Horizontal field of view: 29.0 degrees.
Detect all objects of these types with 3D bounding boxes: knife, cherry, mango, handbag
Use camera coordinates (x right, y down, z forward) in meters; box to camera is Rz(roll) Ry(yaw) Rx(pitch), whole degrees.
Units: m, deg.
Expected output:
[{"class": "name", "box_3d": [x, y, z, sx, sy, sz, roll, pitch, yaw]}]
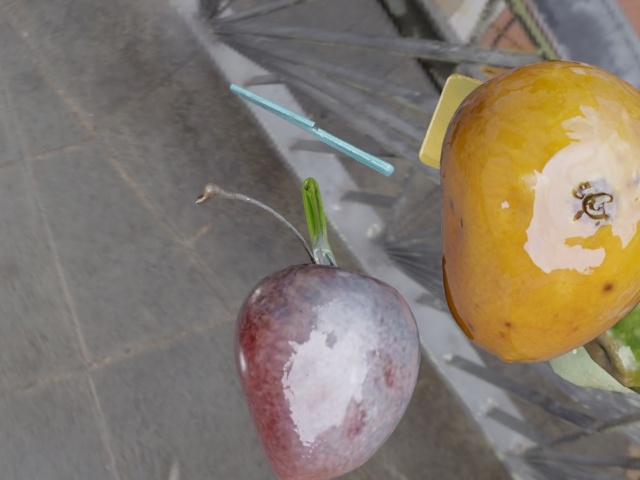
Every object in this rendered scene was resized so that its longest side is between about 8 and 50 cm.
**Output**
[{"class": "knife", "box_3d": [-0.005, -0.054, 0.601, 0.091, 0.014, 0.005, 28, 83, 9]}, {"class": "cherry", "box_3d": [-0.016, 0.073, 0.758, 0.188, 0.115, 0.148, 22, 98, -54]}, {"class": "knife", "box_3d": [0.000, 0.000, 1.249, 0.022, 0.184, 0.026, -27, 133, 16]}, {"class": "mango", "box_3d": [0.087, -0.005, 0.464, 0.084, 0.159, 0.105, 5, 80, 9]}, {"class": "handbag", "box_3d": [0.124, -0.096, 1.052, 0.027, 0.061, 0.083, 11, 102, -54]}]

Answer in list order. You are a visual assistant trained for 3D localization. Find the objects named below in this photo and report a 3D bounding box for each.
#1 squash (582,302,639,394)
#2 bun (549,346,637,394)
[{"class": "squash", "box_3d": [0.324, 0.004, 0.860, 0.309, 0.310, 0.310, -44, 108, 1]}, {"class": "bun", "box_3d": [0.348, 0.100, 1.387, 0.203, 0.212, 0.127, -15, 114, 6]}]
